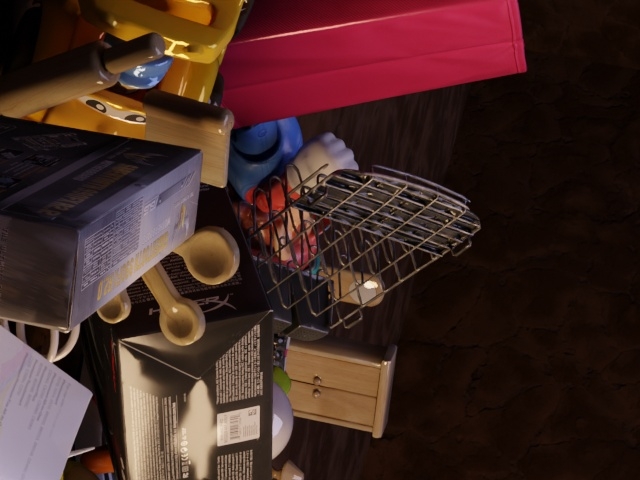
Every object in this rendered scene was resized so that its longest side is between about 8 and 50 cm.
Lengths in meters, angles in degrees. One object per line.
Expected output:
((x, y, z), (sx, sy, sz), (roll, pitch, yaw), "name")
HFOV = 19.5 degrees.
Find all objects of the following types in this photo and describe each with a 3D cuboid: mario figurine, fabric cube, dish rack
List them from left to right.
((-0.040, -0.097, 1.780), (0.320, 0.170, 0.198), (81, 11, -52), "mario figurine")
((0.000, 0.000, 1.688), (0.271, 0.208, 0.074), (-35, -128, 38), "dish rack")
((0.015, -0.253, 1.474), (0.259, 0.258, 0.254), (45, 35, -78), "fabric cube")

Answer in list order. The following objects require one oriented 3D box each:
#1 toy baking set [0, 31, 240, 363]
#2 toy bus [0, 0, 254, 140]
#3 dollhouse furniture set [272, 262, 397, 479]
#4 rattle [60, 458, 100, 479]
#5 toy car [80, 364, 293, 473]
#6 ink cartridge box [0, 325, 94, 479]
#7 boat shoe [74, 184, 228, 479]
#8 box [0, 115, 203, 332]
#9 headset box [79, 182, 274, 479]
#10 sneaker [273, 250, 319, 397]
((-0.158, -0.019, 1.169), (0.030, 0.256, 0.197), (-20, 99, -60), "toy baking set")
((-0.106, -0.163, 1.206), (0.211, 0.149, 0.220), (156, -49, -69), "toy bus")
((-0.031, 0.225, 2.191), (0.355, 0.174, 0.303), (-62, 160, -61), "dollhouse furniture set")
((-0.246, 0.215, 1.298), (0.199, 0.130, 0.143), (-45, 140, -14), "rattle")
((-0.114, 0.146, 1.511), (0.182, 0.136, 0.159), (-39, -179, -7), "toy car")
((-0.210, 0.106, 1.076), (0.143, 0.092, 0.090), (41, 50, -31), "ink cartridge box")
((-0.139, 0.090, 1.620), (0.113, 0.105, 0.306), (5, 96, -80), "boat shoe")
((-0.183, -0.020, 1.026), (0.231, 0.183, 0.056), (-49, 148, -73), "box")
((-0.122, 0.037, 1.372), (0.293, 0.110, 0.218), (-112, -163, -44), "headset box")
((-0.069, 0.085, 1.950), (0.178, 0.124, 0.295), (93, 4, -62), "sneaker")
